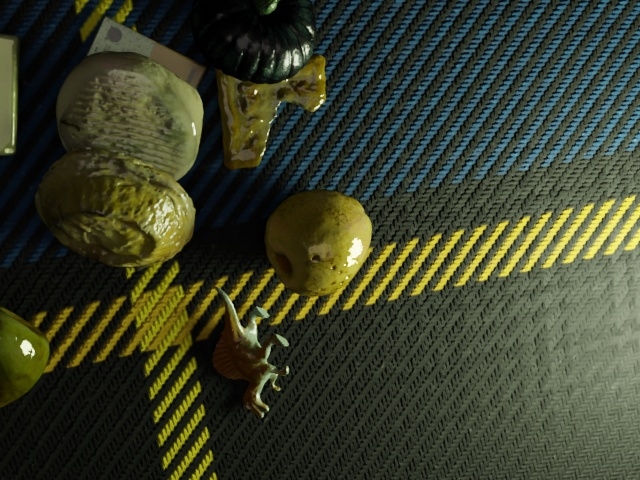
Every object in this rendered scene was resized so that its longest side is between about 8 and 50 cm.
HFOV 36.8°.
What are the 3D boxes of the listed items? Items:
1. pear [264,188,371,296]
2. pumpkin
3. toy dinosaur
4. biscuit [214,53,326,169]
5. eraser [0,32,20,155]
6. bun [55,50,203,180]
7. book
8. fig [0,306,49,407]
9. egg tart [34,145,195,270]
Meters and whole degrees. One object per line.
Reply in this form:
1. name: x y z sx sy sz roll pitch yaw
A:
1. pear: 0.000 0.000 1.530 0.178 0.178 0.177 -3 101 -14
2. pumpkin: -0.099 -0.324 1.437 0.194 0.150 0.194 -2 77 9
3. toy dinosaur: -0.130 0.180 1.587 0.212 0.057 0.142 43 107 -6
4. biscuit: -0.074 -0.210 1.525 0.184 0.039 0.174 -10 101 -12
5. eraser: -0.464 -0.211 1.384 0.058 0.117 0.172 1 100 -19
6. bun: -0.278 -0.179 1.425 0.210 0.116 0.237 0 132 -4
7. book: -0.277 -0.253 1.478 0.172 0.012 0.118 25 94 -17
8. fig: -0.479 0.164 1.432 0.154 0.165 0.144 -32 71 -35
9. egg tart: -0.307 -0.028 1.424 0.232 0.098 0.252 -20 132 22
